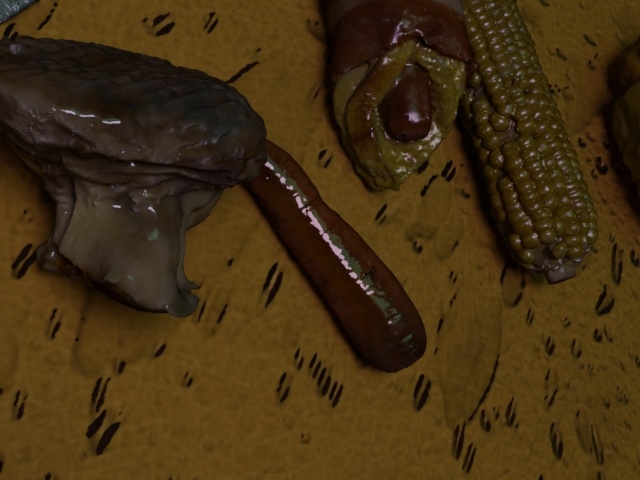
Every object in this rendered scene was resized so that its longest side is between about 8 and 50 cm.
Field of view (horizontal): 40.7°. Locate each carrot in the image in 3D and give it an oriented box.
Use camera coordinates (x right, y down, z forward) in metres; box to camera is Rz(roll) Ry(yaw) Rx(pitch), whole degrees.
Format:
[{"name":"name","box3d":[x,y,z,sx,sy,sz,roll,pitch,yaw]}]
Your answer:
[{"name":"carrot","box3d":[0.000,0.000,0.655,0.059,0.059,0.248,-43,100,-34]}]

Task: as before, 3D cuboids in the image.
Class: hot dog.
[{"name":"hot dog","box3d":[0.065,-0.171,0.709,0.123,0.093,0.261,-4,80,-21]}]

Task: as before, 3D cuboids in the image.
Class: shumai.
[{"name":"shumai","box3d":[-0.127,-0.042,0.539,0.209,0.161,0.153,-17,119,-66]}]

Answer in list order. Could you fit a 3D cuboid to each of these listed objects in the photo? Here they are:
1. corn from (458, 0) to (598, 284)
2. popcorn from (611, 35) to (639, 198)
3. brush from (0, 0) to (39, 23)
[{"name":"corn","box3d":[0.169,-0.115,0.778,0.097,0.097,0.320,-15,84,-36]},{"name":"popcorn","box3d":[0.433,-0.106,0.885,0.252,0.215,0.286,-19,95,2]},{"name":"brush","box3d":[-0.278,-0.216,0.546,0.205,0.011,0.083,49,57,-13]}]
